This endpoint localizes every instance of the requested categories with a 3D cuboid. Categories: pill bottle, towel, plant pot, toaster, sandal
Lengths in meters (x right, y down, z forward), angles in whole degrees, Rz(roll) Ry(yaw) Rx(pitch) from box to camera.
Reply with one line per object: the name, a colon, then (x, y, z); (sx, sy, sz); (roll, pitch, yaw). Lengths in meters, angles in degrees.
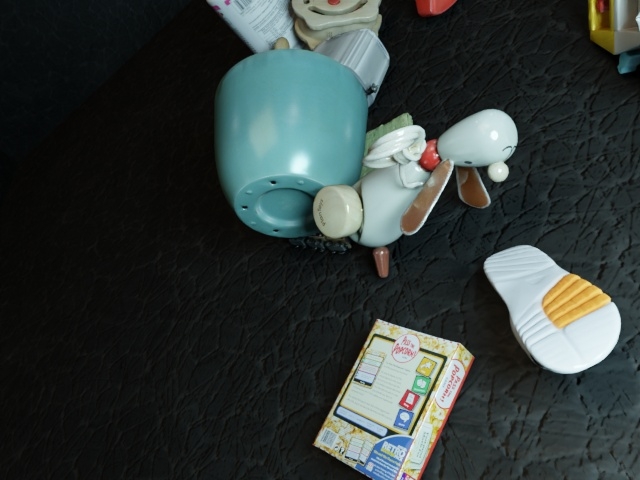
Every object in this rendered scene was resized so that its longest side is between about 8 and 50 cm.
pill bottle: (-0.140, -0.563, 1.502); (0.160, 0.283, 0.160); (-26, 42, 26)
towel: (0.124, -0.166, 1.092); (0.110, 0.027, 0.148); (-22, 45, 32)
plant pot: (-0.056, -0.149, 1.053); (0.293, 0.293, 0.235); (-22, 50, 30)
toaster: (0.050, -0.359, 1.259); (0.227, 0.129, 0.146); (-2, 53, 46)
sandal: (0.270, 0.084, 0.689); (0.101, 0.076, 0.265); (-23, 20, 9)

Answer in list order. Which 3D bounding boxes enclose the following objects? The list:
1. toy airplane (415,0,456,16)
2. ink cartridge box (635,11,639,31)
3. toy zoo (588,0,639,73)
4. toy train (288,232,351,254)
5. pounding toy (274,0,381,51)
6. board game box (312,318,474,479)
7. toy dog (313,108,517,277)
toy airplane: (0.292, -0.716, 1.225); (0.384, 0.272, 0.386); (125, 144, -49)
ink cartridge box: (0.499, -0.293, 0.721); (0.092, 0.158, 0.218); (24, 75, 50)
toy zoo: (0.415, -0.380, 0.808); (0.030, 0.293, 0.192); (-9, 20, 7)
toy train: (0.000, 0.000, 1.066); (0.158, 0.027, 0.036); (7, 50, 49)
pounding toy: (0.017, -0.504, 1.412); (0.269, 0.155, 0.154); (-9, 55, -1)
board game box: (0.093, 0.210, 0.764); (0.146, 0.045, 0.194); (11, 65, 49)
toy dog: (0.136, -0.047, 0.853); (0.220, 0.161, 0.333); (-18, -6, -22)
